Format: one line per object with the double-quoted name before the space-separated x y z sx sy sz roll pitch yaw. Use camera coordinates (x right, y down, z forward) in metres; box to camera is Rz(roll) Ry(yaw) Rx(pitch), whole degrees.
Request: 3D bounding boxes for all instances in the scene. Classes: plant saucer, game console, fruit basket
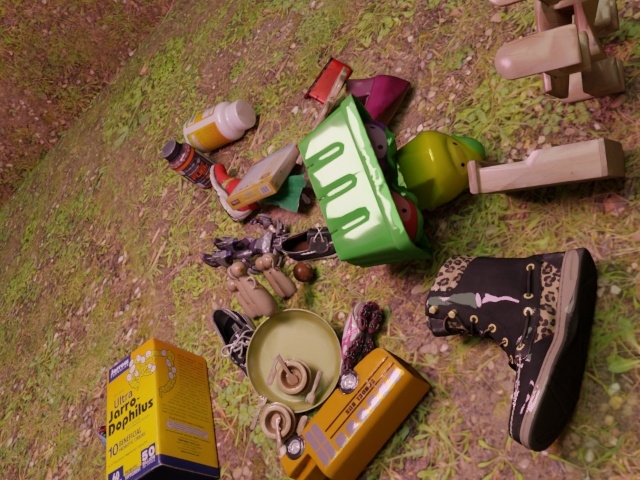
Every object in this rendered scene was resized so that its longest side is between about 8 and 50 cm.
"plant saucer" -0.060 0.283 1.426 0.241 0.037 0.240 -4 77 18
"game console" 0.022 -0.501 1.926 0.124 0.085 0.144 33 89 17
"fruit basket" 0.185 -0.142 1.332 0.392 0.283 0.391 -3 81 21

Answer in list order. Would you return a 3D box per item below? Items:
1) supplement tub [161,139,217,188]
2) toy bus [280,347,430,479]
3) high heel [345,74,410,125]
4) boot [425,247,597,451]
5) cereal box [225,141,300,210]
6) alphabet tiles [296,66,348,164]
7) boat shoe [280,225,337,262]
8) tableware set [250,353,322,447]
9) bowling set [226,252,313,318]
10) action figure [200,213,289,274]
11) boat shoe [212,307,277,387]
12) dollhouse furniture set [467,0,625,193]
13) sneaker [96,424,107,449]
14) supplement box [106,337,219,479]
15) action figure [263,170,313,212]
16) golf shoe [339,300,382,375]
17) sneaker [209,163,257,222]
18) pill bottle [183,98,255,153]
"supplement tub" -0.444 -0.263 2.053 0.106 0.198 0.106 -22 52 31
"toy bus" 0.069 0.381 1.251 0.332 0.108 0.130 -52 44 2
"high heel" 0.158 -0.275 1.609 0.182 0.127 0.376 -1 78 2
"boot" 0.333 0.177 1.120 0.284 0.138 0.377 3 62 42
"cereal box" -0.164 -0.194 1.800 0.173 0.047 0.240 -19 26 33
"alphabet tiles" 0.005 -0.356 1.726 0.284 0.021 0.278 -59 8 33
"boat shoe" 0.000 0.000 1.579 0.233 0.079 0.084 -18 52 32
"tableware set" -0.085 0.364 1.374 0.128 0.039 0.194 17 84 22
"bowling set" -0.137 0.088 1.563 0.200 0.154 0.287 -38 4 -21
"action figure" -0.200 0.021 1.731 0.285 0.099 0.185 -11 49 33
"boat shoe" -0.193 0.272 1.554 0.113 0.105 0.306 -48 43 7
"dollhouse furniture set" 0.432 -0.303 1.197 0.257 0.362 0.393 -6 90 37
"sneaker" -0.565 0.597 1.678 0.262 0.104 0.125 11 95 60
"supplement box" -0.416 0.469 1.561 0.194 0.195 0.356 -36 45 19
"action figure" -0.109 -0.142 1.777 0.232 0.063 0.137 5 69 51
"golf shoe" 0.084 0.230 1.375 0.086 0.068 0.186 -20 46 64
"sneaker" -0.271 -0.163 1.931 0.118 0.107 0.279 -31 48 -1
"pill bottle" -0.349 -0.403 2.103 0.246 0.136 0.136 -16 55 34
